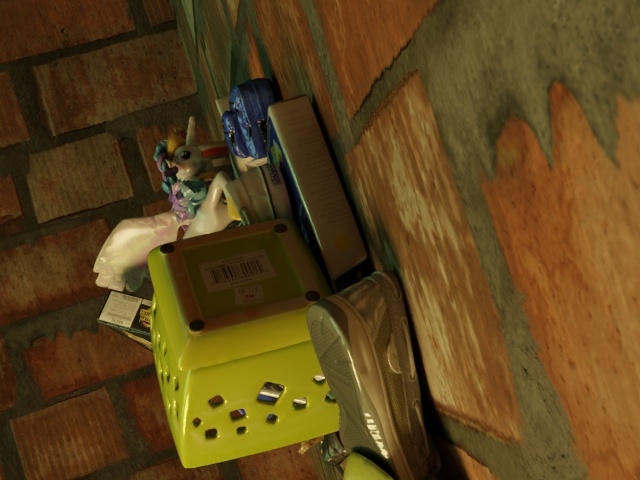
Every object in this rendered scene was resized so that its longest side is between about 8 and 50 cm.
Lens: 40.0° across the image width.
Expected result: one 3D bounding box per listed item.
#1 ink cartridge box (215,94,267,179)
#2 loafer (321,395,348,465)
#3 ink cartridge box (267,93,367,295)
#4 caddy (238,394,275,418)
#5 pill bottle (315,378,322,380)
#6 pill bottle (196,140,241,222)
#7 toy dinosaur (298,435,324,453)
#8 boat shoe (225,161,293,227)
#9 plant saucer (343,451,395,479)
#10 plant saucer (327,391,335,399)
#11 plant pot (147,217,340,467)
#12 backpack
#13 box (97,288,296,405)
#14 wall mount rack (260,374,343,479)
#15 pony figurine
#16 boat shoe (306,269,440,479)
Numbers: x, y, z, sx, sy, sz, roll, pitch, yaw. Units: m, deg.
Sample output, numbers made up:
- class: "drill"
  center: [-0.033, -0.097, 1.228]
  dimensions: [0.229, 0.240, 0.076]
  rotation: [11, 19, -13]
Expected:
- class: "ink cartridge box"
  center: [-0.129, -0.168, 1.669]
  dimensions: [0.140, 0.082, 0.191]
  rotation: [-116, 10, -46]
- class: "loafer"
  center: [0.033, 0.391, 1.876]
  dimensions: [0.061, 0.062, 0.170]
  rotation: [-41, 50, 38]
- class: "ink cartridge box"
  center: [0.000, 0.000, 1.201]
  dimensions: [0.303, 0.072, 0.307]
  rotation: [108, 142, -75]
- class: "caddy"
  center: [-0.126, 0.221, 1.905]
  dimensions: [0.179, 0.241, 0.341]
  rotation: [-139, 33, -67]
- class: "pill bottle"
  center: [-0.028, 0.163, 1.536]
  dimensions: [0.208, 0.117, 0.118]
  rotation: [-122, 17, -63]
- class: "pill bottle"
  center: [-0.220, -0.037, 2.105]
  dimensions: [0.210, 0.210, 0.363]
  rotation: [94, 157, -69]
- class: "toy dinosaur"
  center: [0.015, 0.401, 1.929]
  dimensions: [0.093, 0.053, 0.183]
  rotation: [53, -135, -30]
- class: "boat shoe"
  center: [-0.081, -0.004, 1.201]
  dimensions: [0.258, 0.084, 0.095]
  rotation: [83, 167, -48]
- class: "plant saucer"
  center: [0.101, 0.341, 0.983]
  dimensions: [0.241, 0.037, 0.241]
  rotation: [44, 163, 18]
- class: "plant saucer"
  center: [-0.004, 0.257, 1.613]
  dimensions: [0.192, 0.018, 0.067]
  rotation: [42, 175, 18]
- class: "plant pot"
  center: [-0.092, 0.109, 1.077]
  dimensions: [0.227, 0.228, 0.207]
  rotation: [-116, 19, -45]
- class: "backpack"
  center: [-0.105, -0.192, 1.388]
  dimensions: [0.098, 0.101, 0.120]
  rotation: [-149, 46, -69]
- class: "box"
  center: [-0.211, 0.198, 1.616]
  dimensions: [0.073, 0.293, 0.295]
  rotation: [-68, -29, -16]
- class: "wall mount rack"
  center: [-0.005, 0.290, 1.417]
  dimensions: [0.304, 0.130, 0.350]
  rotation: [50, 165, 19]
- class: "pony figurine"
  center: [-0.212, -0.008, 1.607]
  dimensions: [0.363, 0.302, 0.351]
  rotation: [40, 120, 39]
- class: "boat shoe"
  center: [0.079, 0.186, 0.990]
  dimensions: [0.118, 0.103, 0.320]
  rotation: [23, 138, 56]
